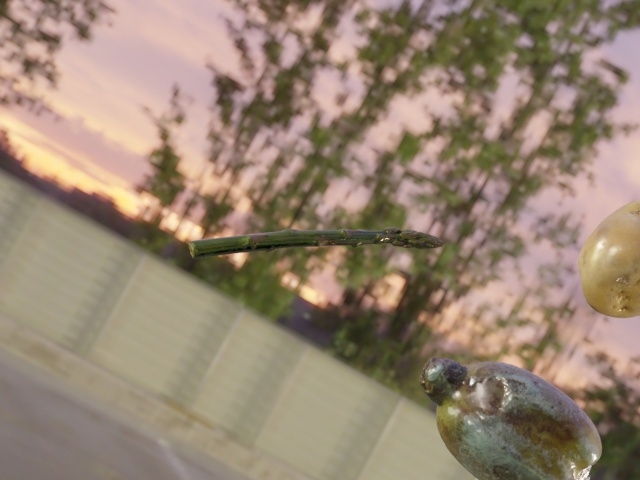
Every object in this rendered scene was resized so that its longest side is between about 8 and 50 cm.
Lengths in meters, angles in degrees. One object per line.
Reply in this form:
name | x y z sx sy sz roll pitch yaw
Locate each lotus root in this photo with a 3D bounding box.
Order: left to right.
lotus root | 0.174 0.174 1.353 0.192 0.113 0.088 35 -2 -4

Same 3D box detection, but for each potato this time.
potato | 0.206 0.011 0.952 0.062 0.083 0.068 10 -37 31

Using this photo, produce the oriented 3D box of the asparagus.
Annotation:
asparagus | 0.000 0.000 0.855 0.162 0.016 0.016 -3 22 -25
